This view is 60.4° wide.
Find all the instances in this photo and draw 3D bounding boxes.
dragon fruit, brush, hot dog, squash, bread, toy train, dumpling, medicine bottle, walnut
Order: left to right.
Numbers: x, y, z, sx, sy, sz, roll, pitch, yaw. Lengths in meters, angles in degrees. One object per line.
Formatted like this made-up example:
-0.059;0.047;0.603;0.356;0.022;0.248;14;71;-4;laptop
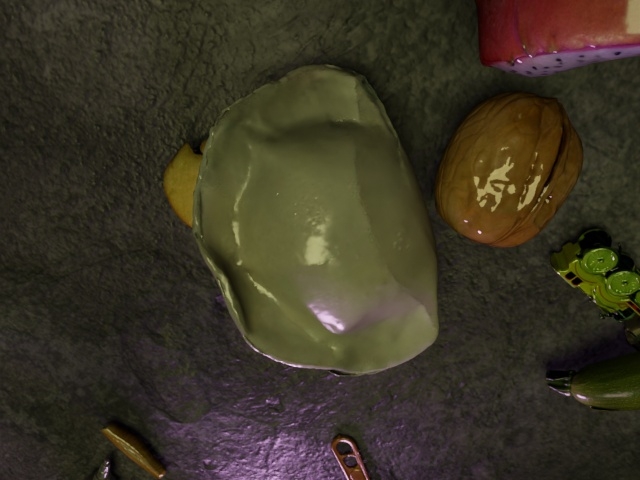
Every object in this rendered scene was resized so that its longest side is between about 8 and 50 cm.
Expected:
-0.405;0.464;0.998;0.057;0.058;0.199;23;115;-1;medicine bottle
-0.319;0.362;0.952;0.137;0.028;0.044;47;139;-9;hot dog
-0.118;-0.048;0.715;0.149;0.065;0.188;-14;115;27;bread
0.001;0.003;0.618;0.260;0.181;0.341;-24;127;-20;dumpling
0.086;0.449;0.930;0.090;0.017;0.315;-18;110;14;brush
0.202;-0.076;0.602;0.144;0.144;0.180;29;111;-4;walnut
0.400;0.085;0.689;0.249;0.053;0.085;39;123;-11;toy train
0.258;-0.243;0.441;0.290;0.291;0.189;-6;107;12;dragon fruit
0.424;0.147;0.650;0.318;0.071;0.080;-34;74;40;squash
